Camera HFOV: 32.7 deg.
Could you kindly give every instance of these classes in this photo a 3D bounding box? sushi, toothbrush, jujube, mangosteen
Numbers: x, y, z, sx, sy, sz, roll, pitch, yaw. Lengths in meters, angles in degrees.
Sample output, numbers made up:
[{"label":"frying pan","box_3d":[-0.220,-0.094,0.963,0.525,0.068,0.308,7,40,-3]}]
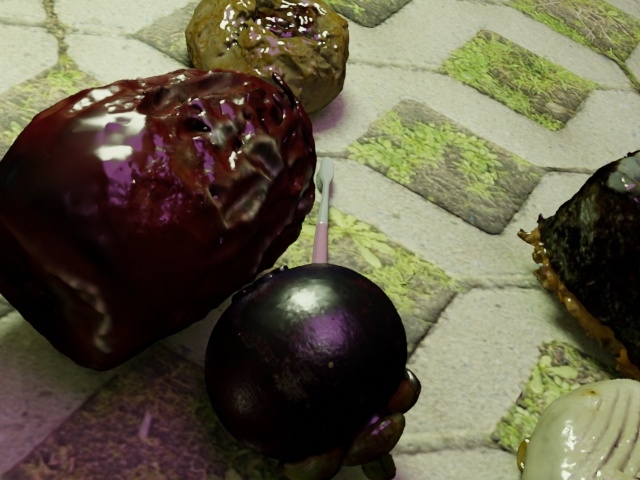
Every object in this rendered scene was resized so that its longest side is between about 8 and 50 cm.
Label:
[{"label":"sushi","box_3d":[0.421,0.062,1.284,0.234,0.207,0.348,-3,51,-47]},{"label":"toothbrush","box_3d":[0.000,0.000,1.259,0.020,0.025,0.286,18,41,-13]},{"label":"jujube","box_3d":[-0.149,-0.033,1.026,0.258,0.258,0.377,42,39,20]},{"label":"mangosteen","box_3d":[0.002,0.133,0.998,0.194,0.194,0.230,-33,92,-47]}]

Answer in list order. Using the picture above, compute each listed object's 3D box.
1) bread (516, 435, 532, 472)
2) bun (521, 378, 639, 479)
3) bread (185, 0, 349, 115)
[{"label":"bread","box_3d":[0.241,0.235,1.115,0.088,0.033,0.049,26,27,-6]},{"label":"bun","box_3d":[0.295,0.262,1.002,0.273,0.168,0.273,14,44,-14]},{"label":"bread","box_3d":[-0.064,-0.262,1.441,0.230,0.123,0.230,16,37,-13]}]
